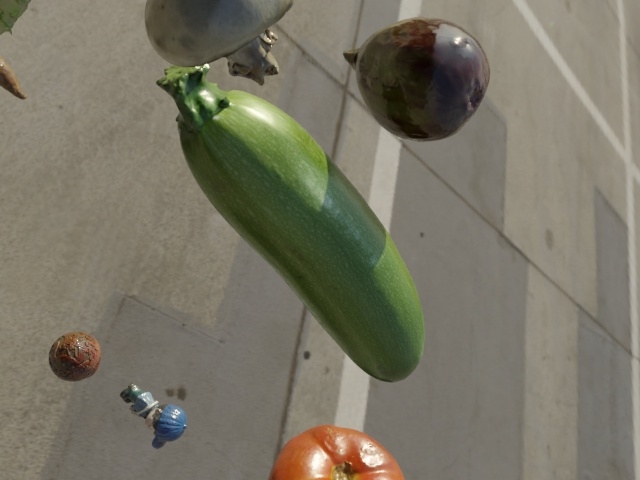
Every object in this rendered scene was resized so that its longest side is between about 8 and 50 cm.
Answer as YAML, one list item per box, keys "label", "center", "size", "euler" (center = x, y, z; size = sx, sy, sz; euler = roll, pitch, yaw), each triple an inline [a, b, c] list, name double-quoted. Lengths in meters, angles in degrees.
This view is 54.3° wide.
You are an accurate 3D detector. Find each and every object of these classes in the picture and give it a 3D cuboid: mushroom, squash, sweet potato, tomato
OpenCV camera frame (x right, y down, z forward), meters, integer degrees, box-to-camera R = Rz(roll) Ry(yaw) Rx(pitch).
- label: "mushroom"
  center: [-0.050, -0.119, 0.341]
  size: [0.079, 0.085, 0.085]
  euler: [63, 38, -43]
- label: "squash"
  center: [0.000, 0.000, 0.561]
  size: [0.395, 0.107, 0.107]
  euler: [51, 45, -36]
- label: "sweet potato"
  center: [-0.546, -0.288, 0.962]
  size: [0.206, 0.068, 0.060]
  euler: [35, 41, -19]
- label: "tomato"
  center: [0.024, 0.456, 1.090]
  size: [0.260, 0.260, 0.180]
  euler: [-31, 141, -49]

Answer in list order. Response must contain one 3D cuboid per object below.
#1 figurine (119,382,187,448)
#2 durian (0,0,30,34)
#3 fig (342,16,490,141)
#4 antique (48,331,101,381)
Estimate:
- label: "figurine"
  center: [-0.306, 0.319, 1.165]
  size: [0.079, 0.077, 0.136]
  euler: [-35, 64, -19]
- label: "durian"
  center: [-0.723, -0.558, 1.405]
  size: [0.169, 0.352, 0.158]
  euler: [23, 53, -39]
- label: "fig"
  center: [0.074, -0.150, 0.560]
  size: [0.109, 0.155, 0.103]
  euler: [-21, 128, -47]
- label: "antique"
  center: [-0.483, 0.227, 1.226]
  size: [0.104, 0.104, 0.104]
  euler: [17, 66, -45]
